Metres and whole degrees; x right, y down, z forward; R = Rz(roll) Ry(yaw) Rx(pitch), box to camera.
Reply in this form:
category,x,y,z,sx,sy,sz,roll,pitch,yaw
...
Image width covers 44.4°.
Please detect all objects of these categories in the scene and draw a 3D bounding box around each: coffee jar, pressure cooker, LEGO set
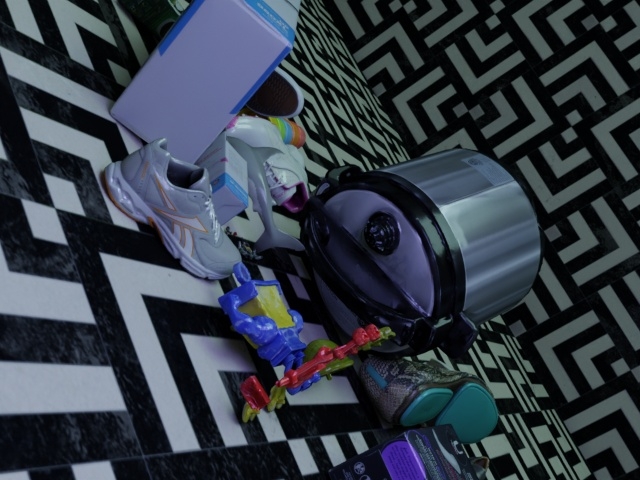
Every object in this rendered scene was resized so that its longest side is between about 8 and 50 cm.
category,x,y,z,sx,sy,sz,roll,pitch,yaw
coffee jar,-0.317,-0.454,1.606,0.184,0.096,0.079,49,19,-26
pressure cooker,0.175,0.023,1.517,0.420,0.370,0.375,-19,102,-40
LEGO set,-0.141,0.011,1.386,0.083,0.023,0.054,44,14,3

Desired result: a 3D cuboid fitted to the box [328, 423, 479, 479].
category,x,y,z,sx,sy,sz,roll,pitch,yaw
box,0.152,0.402,1.263,0.270,0.143,0.165,21,41,-63

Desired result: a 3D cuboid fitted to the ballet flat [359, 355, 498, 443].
category,x,y,z,sx,sy,sz,roll,pitch,yaw
ballet flat,0.229,0.313,1.657,0.182,0.164,0.483,44,9,35

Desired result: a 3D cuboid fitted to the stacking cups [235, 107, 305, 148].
category,x,y,z,sx,sy,sz,roll,pitch,yaw
stacking cups,-0.104,-0.257,1.832,0.096,0.096,0.316,58,17,3

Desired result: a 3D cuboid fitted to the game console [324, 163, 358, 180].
category,x,y,z,sx,sy,sz,roll,pitch,yaw
game console,0.093,0.006,1.741,0.213,0.044,0.361,-15,83,-42

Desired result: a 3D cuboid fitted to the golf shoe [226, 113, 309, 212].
category,x,y,z,sx,sy,sz,roll,pitch,yaw
golf shoe,-0.107,-0.155,1.622,0.306,0.115,0.140,29,37,-56

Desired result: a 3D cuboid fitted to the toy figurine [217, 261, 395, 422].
category,x,y,z,sx,sy,sz,roll,pitch,yaw
toy figurine,-0.046,0.112,1.196,0.217,0.191,0.362,55,15,12

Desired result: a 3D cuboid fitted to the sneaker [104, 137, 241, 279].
category,x,y,z,sx,sy,sz,roll,pitch,yaw
sneaker,-0.190,-0.043,1.169,0.262,0.121,0.099,44,22,-35

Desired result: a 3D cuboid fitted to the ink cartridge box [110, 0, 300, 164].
category,x,y,z,sx,sy,sz,roll,pitch,yaw
ink cartridge box,-0.186,-0.342,1.398,0.166,0.285,0.395,38,23,-18

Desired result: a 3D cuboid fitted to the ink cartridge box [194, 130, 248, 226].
category,x,y,z,sx,sy,sz,roll,pitch,yaw
ink cartridge box,-0.179,-0.096,1.322,0.061,0.104,0.181,46,20,-31

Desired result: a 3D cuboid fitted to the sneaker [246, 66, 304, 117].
category,x,y,z,sx,sy,sz,roll,pitch,yaw
sneaker,-0.133,-0.341,1.670,0.290,0.106,0.123,30,22,26

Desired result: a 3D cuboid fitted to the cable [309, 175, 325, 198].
category,x,y,z,sx,sy,sz,roll,pitch,yaw
cable,0.078,-0.038,1.909,0.257,0.089,0.257,51,12,6

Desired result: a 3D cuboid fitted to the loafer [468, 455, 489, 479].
category,x,y,z,sx,sy,sz,roll,pitch,yaw
loafer,0.326,0.505,1.694,0.062,0.061,0.170,58,18,2

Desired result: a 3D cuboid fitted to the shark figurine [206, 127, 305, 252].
category,x,y,z,sx,sy,sz,roll,pitch,yaw
shark figurine,-0.108,-0.117,1.429,0.278,0.116,0.166,58,-27,22

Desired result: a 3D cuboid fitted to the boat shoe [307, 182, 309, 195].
category,x,y,z,sx,sy,sz,roll,pitch,yaw
boat shoe,-0.066,-0.143,1.818,0.137,0.049,0.043,43,24,-51
